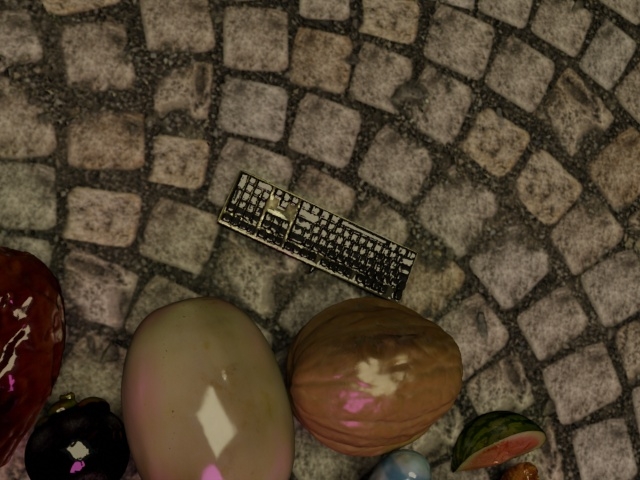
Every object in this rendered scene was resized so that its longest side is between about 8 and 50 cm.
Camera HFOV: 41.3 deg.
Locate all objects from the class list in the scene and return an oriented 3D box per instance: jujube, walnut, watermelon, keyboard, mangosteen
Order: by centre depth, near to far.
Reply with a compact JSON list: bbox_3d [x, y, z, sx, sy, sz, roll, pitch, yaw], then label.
[{"bbox_3d":[-0.433,0.153,1.095,0.197,0.197,0.290,15,95,-13],"label":"jujube"},{"bbox_3d":[-0.331,0.271,1.147,0.137,0.137,0.151,-15,52,-17],"label":"mangosteen"},{"bbox_3d":[0.076,0.191,1.210,0.261,0.225,0.224,-5,84,-22],"label":"walnut"},{"bbox_3d":[0.000,0.000,1.317,0.317,0.027,0.106,24,76,-11],"label":"keyboard"},{"bbox_3d":[0.279,0.303,1.344,0.163,0.087,0.069,-10,48,-19],"label":"watermelon"}]

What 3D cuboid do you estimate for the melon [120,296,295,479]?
[{"bbox_3d":[-0.151,0.233,1.141,0.223,0.223,0.316,-14,83,-17],"label":"melon"}]

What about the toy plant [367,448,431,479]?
[{"bbox_3d":[0.093,0.428,1.170,0.332,0.247,0.247,-21,88,-14],"label":"toy plant"}]

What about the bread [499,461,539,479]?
[{"bbox_3d":[0.285,0.452,1.301,0.105,0.076,0.233,34,61,-25],"label":"bread"}]
